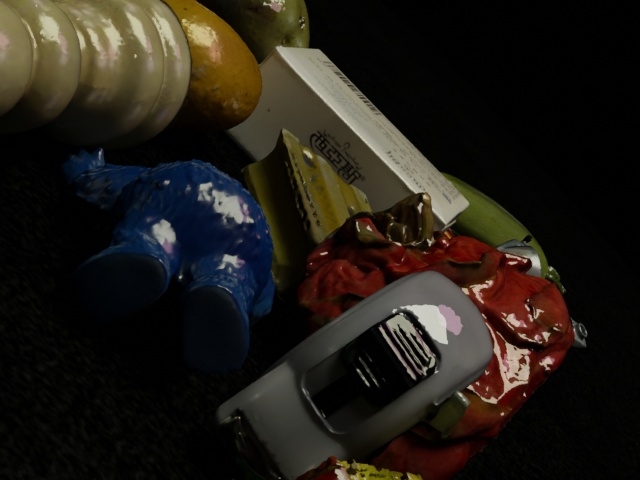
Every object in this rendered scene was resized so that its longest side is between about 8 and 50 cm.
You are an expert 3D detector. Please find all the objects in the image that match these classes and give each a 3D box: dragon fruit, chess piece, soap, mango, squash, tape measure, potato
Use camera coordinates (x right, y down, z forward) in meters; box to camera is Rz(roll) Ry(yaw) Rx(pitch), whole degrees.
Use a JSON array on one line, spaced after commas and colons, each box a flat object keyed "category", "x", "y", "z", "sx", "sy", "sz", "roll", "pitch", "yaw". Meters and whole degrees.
[{"category": "dragon fruit", "x": 0.103, "y": 0.050, "z": 1.104, "sx": 0.205, "sy": 0.152, "sz": 0.317, "roll": 51, "pitch": 29, "yaw": -4}, {"category": "chess piece", "x": -0.214, "y": -0.134, "z": 0.970, "sx": 0.143, "sy": 0.143, "sz": 0.261, "roll": 48, "pitch": 19, "yaw": 13}, {"category": "soap", "x": 0.001, "y": -0.001, "z": 1.290, "sx": 0.135, "sy": 0.076, "sz": 0.233, "roll": 36, "pitch": 18, "yaw": -30}, {"category": "mango", "x": -0.138, "y": -0.187, "z": 1.345, "sx": 0.176, "sy": 0.119, "sz": 0.317, "roll": 35, "pitch": 11, "yaw": -6}, {"category": "squash", "x": 0.250, "y": -0.009, "z": 1.964, "sx": 0.341, "sy": 0.094, "sz": 0.094, "roll": 33, "pitch": 18, "yaw": -30}, {"category": "tape measure", "x": 0.035, "y": 0.102, "z": 0.893, "sx": 0.105, "sy": 0.178, "sz": 0.196, "roll": 55, "pitch": 17, "yaw": 9}, {"category": "potato", "x": -0.109, "y": -0.303, "z": 1.666, "sx": 0.251, "sy": 0.159, "sz": 0.174, "roll": 41, "pitch": -25, "yaw": 40}]

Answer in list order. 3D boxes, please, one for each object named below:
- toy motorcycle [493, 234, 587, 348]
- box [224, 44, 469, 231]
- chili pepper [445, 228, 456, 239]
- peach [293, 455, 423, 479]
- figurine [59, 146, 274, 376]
[{"category": "toy motorcycle", "x": 0.222, "y": 0.078, "z": 1.518, "sx": 0.270, "sy": 0.159, "sz": 0.106, "roll": 29, "pitch": 43, "yaw": -42}, {"category": "box", "x": 0.031, "y": -0.090, "z": 1.526, "sx": 0.274, "sy": 0.116, "sz": 0.203, "roll": 46, "pitch": 15, "yaw": 3}, {"category": "chili pepper", "x": 0.197, "y": 0.031, "z": 1.819, "sx": 0.045, "sy": 0.027, "sz": 0.178, "roll": 14, "pitch": 33, "yaw": -55}, {"category": "peach", "x": 0.020, "y": 0.189, "z": 0.789, "sx": 0.127, "sy": 0.092, "sz": 0.172, "roll": 52, "pitch": 10, "yaw": 0}, {"category": "figurine", "x": -0.094, "y": -0.007, "z": 0.960, "sx": 0.164, "sy": 0.121, "sz": 0.262, "roll": 33, "pitch": 16, "yaw": -25}]
